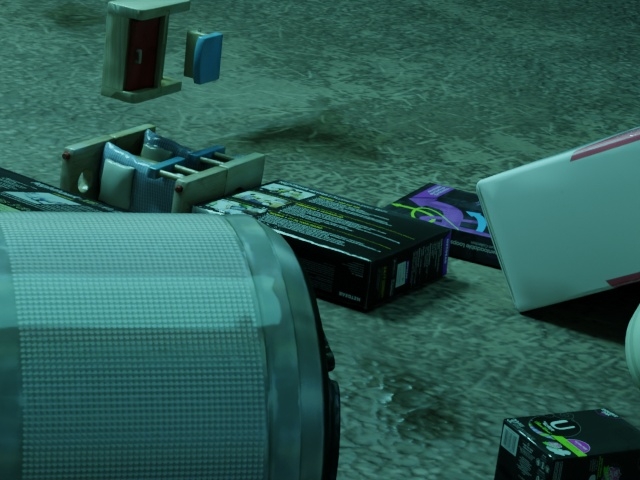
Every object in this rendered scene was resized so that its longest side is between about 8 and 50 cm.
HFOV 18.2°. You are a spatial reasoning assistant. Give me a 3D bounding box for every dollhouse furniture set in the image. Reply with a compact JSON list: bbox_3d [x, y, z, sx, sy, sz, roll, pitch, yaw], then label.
[{"bbox_3d":[-0.131,-0.102,1.703,0.129,0.184,0.129,16,20,26],"label":"dollhouse furniture set"}]

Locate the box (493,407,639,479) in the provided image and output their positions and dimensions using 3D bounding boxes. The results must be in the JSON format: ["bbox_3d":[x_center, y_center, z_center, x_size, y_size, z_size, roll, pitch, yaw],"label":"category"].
[{"bbox_3d":[0.162,0.144,1.266,0.083,0.052,0.062,-2,21,-28],"label":"box"}]

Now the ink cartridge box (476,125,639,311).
[{"bbox_3d":[0.298,-0.044,1.656,0.207,0.117,0.283,-18,0,39],"label":"ink cartridge box"}]

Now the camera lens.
[{"bbox_3d":[-0.140,0.094,1.046,0.274,0.219,0.219,1,19,-17],"label":"camera lens"}]

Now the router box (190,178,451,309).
[{"bbox_3d":[0.000,0.000,1.659,0.179,0.046,0.133,17,21,30],"label":"router box"}]

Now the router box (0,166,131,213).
[{"bbox_3d":[-0.243,0.014,1.406,0.243,0.081,0.308,-1,14,-45],"label":"router box"}]

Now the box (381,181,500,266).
[{"bbox_3d":[0.146,-0.011,1.771,0.162,0.029,0.116,16,20,22],"label":"box"}]

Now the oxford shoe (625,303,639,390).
[{"bbox_3d":[0.392,0.058,1.513,0.449,0.169,0.130,-18,-12,-36],"label":"oxford shoe"}]
